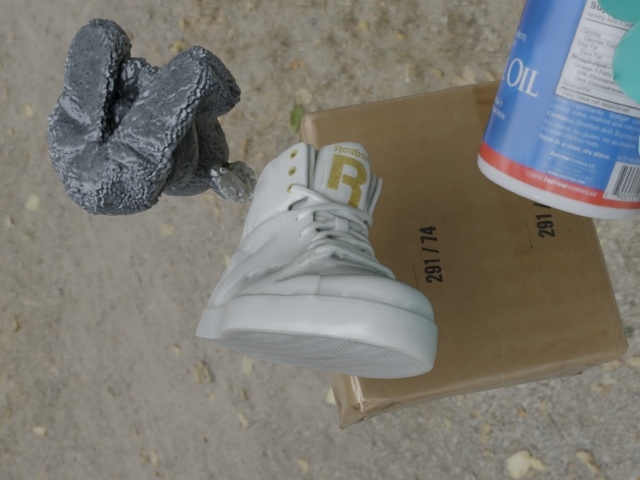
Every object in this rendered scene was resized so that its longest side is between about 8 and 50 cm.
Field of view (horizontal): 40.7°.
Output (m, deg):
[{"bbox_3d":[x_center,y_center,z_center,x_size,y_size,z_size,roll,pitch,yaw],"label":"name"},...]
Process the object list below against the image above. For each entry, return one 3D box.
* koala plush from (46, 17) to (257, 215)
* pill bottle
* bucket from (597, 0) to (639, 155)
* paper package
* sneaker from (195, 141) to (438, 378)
[{"bbox_3d":[-0.181,-0.110,0.992,0.196,0.221,0.203,22,88,22],"label":"koala plush"},{"bbox_3d":[0.195,-0.136,0.584,0.124,0.124,0.221,31,115,39],"label":"pill bottle"},{"bbox_3d":[0.261,-0.067,0.399,0.183,0.281,0.281,-20,83,12],"label":"bucket"},{"bbox_3d":[0.141,0.013,0.956,0.168,0.309,0.325,107,152,-73],"label":"paper package"},{"bbox_3d":[0.000,0.000,0.588,0.292,0.108,0.169,-7,61,65],"label":"sneaker"}]
